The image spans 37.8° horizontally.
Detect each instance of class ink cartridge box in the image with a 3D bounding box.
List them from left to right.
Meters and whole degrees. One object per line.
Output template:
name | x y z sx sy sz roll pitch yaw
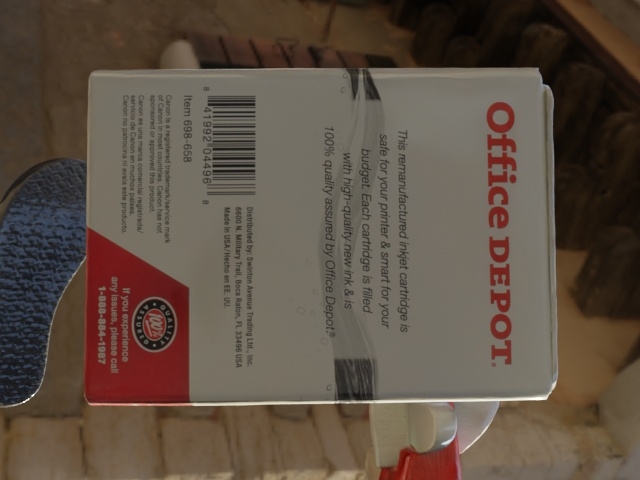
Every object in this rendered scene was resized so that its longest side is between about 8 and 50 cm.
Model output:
ink cartridge box | 0.000 0.000 0.590 0.114 0.272 0.197 87 2 -86

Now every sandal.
sandal | -0.288 0.035 0.901 0.054 0.097 0.255 31 -79 50

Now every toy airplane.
toy airplane | 0.143 0.333 1.040 0.386 0.272 0.384 -89 -160 -43
